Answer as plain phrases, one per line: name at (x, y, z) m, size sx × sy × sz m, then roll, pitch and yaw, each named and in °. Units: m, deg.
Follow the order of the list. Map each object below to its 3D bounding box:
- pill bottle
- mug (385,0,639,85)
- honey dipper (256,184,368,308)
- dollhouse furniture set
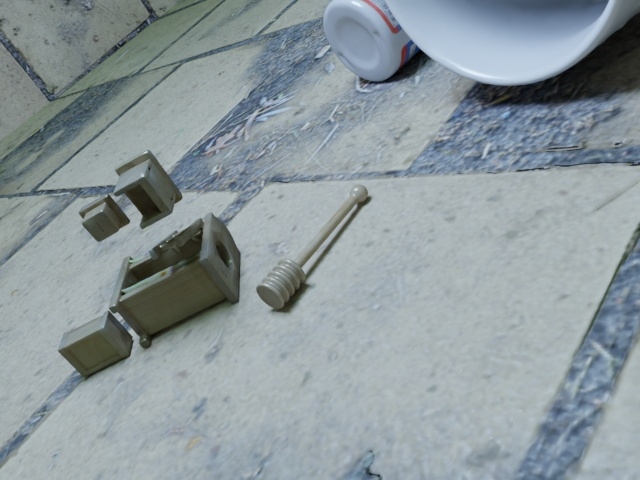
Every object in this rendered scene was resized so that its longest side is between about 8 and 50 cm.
pill bottle at (0.118, -0.323, 0.931) m, size 0.221 × 0.124 × 0.124 m, roll -44°, pitch 31°, yaw -22°
mug at (0.229, -0.388, 0.666) m, size 0.328 × 0.374 × 0.276 m, roll -39°, pitch 27°, yaw -29°
honey dipper at (0.000, 0.000, 0.652) m, size 0.030 × 0.030 × 0.160 m, roll 1°, pitch 39°, yaw 46°
dollhouse furniture set at (-0.198, 0.013, 0.685) m, size 0.182 × 0.161 × 0.101 m, roll -26°, pitch 29°, yaw 10°
